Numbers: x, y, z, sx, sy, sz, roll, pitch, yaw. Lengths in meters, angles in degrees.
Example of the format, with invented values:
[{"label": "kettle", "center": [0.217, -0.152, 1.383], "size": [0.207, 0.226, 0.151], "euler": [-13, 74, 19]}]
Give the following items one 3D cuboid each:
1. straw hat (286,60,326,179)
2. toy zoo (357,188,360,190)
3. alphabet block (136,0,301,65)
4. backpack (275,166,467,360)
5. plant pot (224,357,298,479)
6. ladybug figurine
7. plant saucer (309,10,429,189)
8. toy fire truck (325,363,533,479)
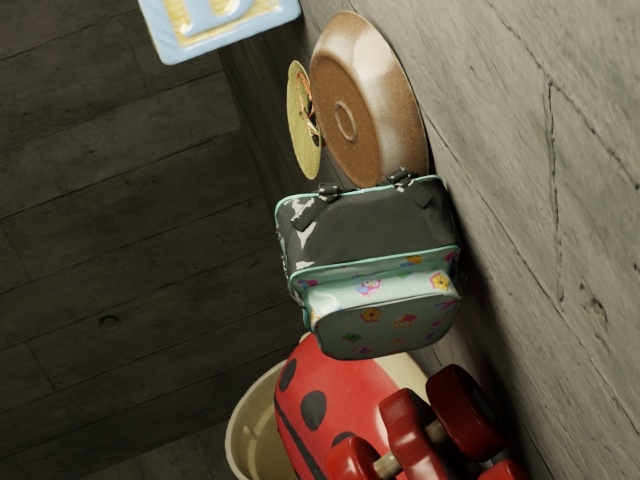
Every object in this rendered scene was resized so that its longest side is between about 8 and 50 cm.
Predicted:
[{"label": "straw hat", "center": [0.007, -0.148, 1.390], "size": [0.144, 0.061, 0.145], "euler": [169, 90, -75]}, {"label": "toy zoo", "center": [0.063, -0.077, 1.257], "size": [0.192, 0.030, 0.293], "euler": [-141, 30, -79]}, {"label": "alphabet block", "center": [-0.154, -0.353, 1.514], "size": [0.197, 0.193, 0.192], "euler": [-127, 18, -72]}, {"label": "backpack", "center": [0.051, 0.033, 1.075], "size": [0.188, 0.165, 0.144], "euler": [78, 180, -73]}, {"label": "plant pot", "center": [0.031, 0.432, 2.255], "size": [0.305, 0.333, 0.334], "euler": [58, -178, -37]}, {"label": "ladybug figurine", "center": [0.065, 0.287, 1.544], "size": [0.449, 0.161, 0.305], "euler": [51, 147, 43]}, {"label": "plant saucer", "center": [0.037, -0.119, 1.107], "size": [0.199, 0.036, 0.199], "euler": [54, 159, 33]}, {"label": "toy fire truck", "center": [0.160, 0.289, 1.173], "size": [0.254, 0.169, 0.302], "euler": [40, -163, -43]}]
